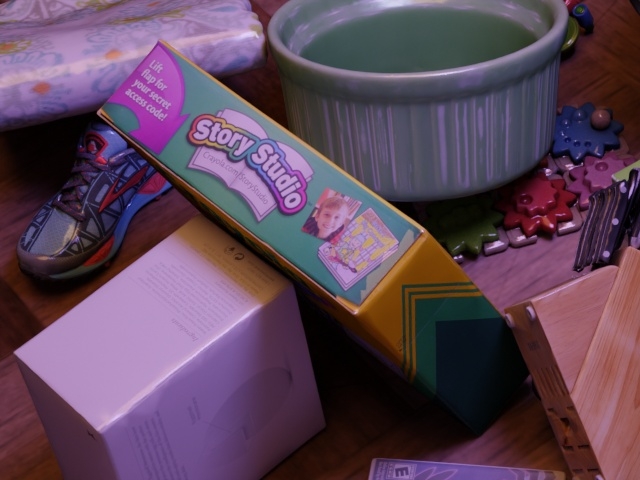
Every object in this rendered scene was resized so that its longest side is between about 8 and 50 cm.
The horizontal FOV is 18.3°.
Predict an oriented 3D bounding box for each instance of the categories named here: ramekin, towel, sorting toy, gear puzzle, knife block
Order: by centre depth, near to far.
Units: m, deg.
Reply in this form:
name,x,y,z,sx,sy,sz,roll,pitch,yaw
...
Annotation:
name,x,y,z,sx,sy,sz,roll,pitch,yaw
knife block,0.303,0.074,1.787,0.242,0.088,0.275,-22,88,-13
ramekin,0.102,-0.160,2.026,0.303,0.148,0.303,-4,28,2
gear puzzle,0.165,-0.061,2.073,0.339,0.044,0.175,-15,48,-4
towel,-0.238,-0.222,2.165,0.321,0.090,0.374,-16,20,-4
sorting toy,0.276,-0.243,2.227,0.061,0.042,0.102,-8,58,24

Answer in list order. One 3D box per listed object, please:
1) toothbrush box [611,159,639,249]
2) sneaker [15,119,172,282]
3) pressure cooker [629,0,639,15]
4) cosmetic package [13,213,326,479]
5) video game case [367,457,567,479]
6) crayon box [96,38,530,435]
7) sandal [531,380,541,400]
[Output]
name,x,y,z,sx,sy,sz,roll,pitch,yaw
toothbrush box,0.457,-0.029,1.943,0.283,0.122,0.206,-27,50,-15
sneaker,-0.240,-0.071,2.100,0.104,0.125,0.262,21,55,27
pressure cooker,0.471,-0.336,1.876,0.370,0.375,0.420,18,59,19
cosmetic package,-0.134,0.139,1.827,0.225,0.224,0.138,-39,53,-23
video game case,0.120,0.287,1.785,0.183,0.023,0.201,3,49,12
crayon box,0.000,0.000,1.860,0.363,0.313,0.106,37,86,34
sandal,0.276,0.169,1.843,0.179,0.040,0.067,36,77,17
